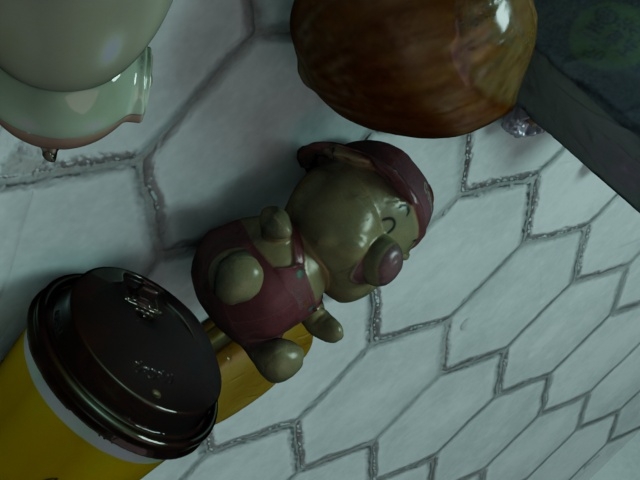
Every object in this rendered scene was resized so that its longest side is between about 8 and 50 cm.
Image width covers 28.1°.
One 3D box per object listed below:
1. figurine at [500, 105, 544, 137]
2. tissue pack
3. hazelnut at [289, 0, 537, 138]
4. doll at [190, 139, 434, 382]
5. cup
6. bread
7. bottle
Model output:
[{"bbox_3d":[0.286,-0.165,1.389,0.174,0.116,0.240,-41,152,0],"label":"figurine"},{"bbox_3d":[0.349,-0.237,1.189,0.394,0.288,0.124,-33,150,-15],"label":"tissue pack"},{"bbox_3d":[0.076,-0.178,1.066,0.214,0.176,0.214,0,131,0],"label":"hazelnut"},{"bbox_3d":[0.002,0.003,1.240,0.256,0.152,0.196,-37,165,-17],"label":"doll"},{"bbox_3d":[-0.231,0.168,1.156,0.279,0.196,0.196,-45,152,22],"label":"cup"},{"bbox_3d":[-0.086,0.123,1.382,0.200,0.077,0.116,-34,143,-15],"label":"bread"},{"bbox_3d":[-0.168,-0.151,0.834,0.147,0.147,0.236,-25,155,-28],"label":"bottle"}]
